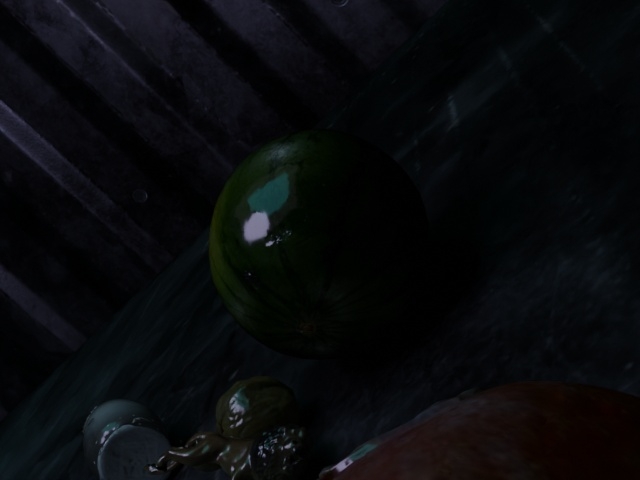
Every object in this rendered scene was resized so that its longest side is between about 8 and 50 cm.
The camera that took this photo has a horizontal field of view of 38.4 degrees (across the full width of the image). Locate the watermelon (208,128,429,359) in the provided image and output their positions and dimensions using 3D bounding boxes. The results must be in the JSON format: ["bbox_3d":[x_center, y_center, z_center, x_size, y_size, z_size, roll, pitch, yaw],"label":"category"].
[{"bbox_3d":[-0.001,0.003,0.965,0.242,0.242,0.242,-43,13,13],"label":"watermelon"}]

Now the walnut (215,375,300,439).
[{"bbox_3d":[-0.066,0.184,0.965,0.092,0.092,0.092,-43,13,13],"label":"walnut"}]

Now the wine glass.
[{"bbox_3d":[-0.262,0.274,1.235,0.111,0.111,0.204,-49,15,-12],"label":"wine glass"}]

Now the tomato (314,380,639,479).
[{"bbox_3d":[0.067,0.164,0.369,0.232,0.188,0.232,-25,-14,-7],"label":"tomato"}]

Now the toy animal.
[{"bbox_3d":[-0.093,0.228,0.900,0.220,0.069,0.086,-10,61,31],"label":"toy animal"}]
